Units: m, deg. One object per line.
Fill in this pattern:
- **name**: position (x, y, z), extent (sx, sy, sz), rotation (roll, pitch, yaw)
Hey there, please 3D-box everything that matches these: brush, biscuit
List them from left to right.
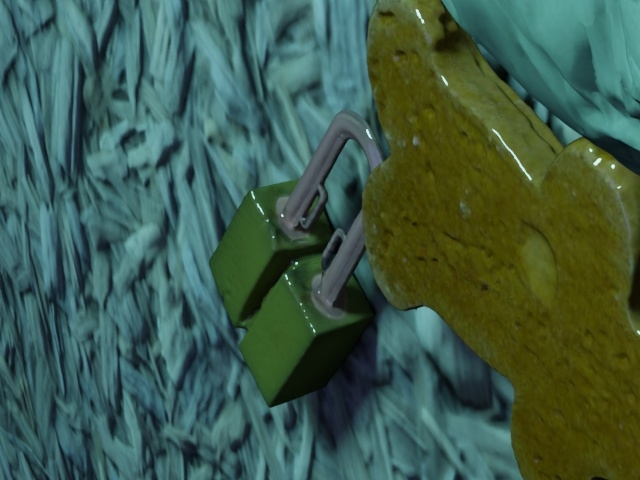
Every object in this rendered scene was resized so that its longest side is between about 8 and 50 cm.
- **brush**: position (0.000, 0.000, 1.111), extent (0.103, 0.047, 0.233), rotation (65, 153, 20)
- **biscuit**: position (0.115, 0.030, 0.880), extent (0.324, 0.049, 0.205), rotation (49, 146, 45)

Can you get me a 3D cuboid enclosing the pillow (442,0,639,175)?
- **pillow**: position (0.109, -0.119, 0.567), extent (0.138, 0.310, 0.283), rotation (-33, 76, 24)
